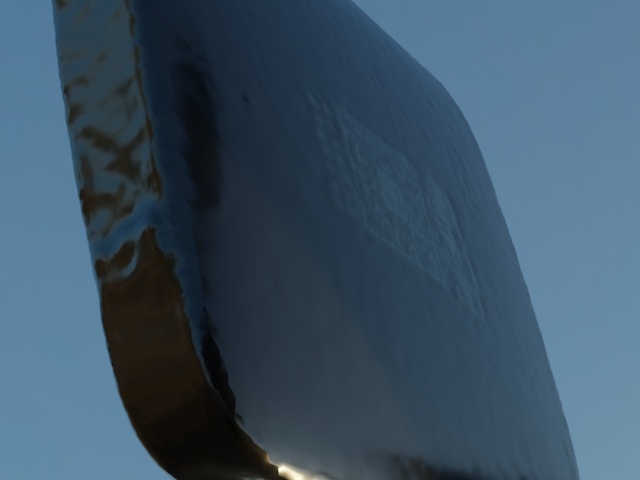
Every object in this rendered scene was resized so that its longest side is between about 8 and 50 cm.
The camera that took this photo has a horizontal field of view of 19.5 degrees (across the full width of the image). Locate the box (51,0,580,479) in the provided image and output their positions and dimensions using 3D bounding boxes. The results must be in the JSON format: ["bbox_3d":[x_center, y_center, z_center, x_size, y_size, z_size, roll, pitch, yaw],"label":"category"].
[{"bbox_3d":[0.000,0.000,0.743,0.073,0.290,0.289,-28,-35,21],"label":"box"}]
